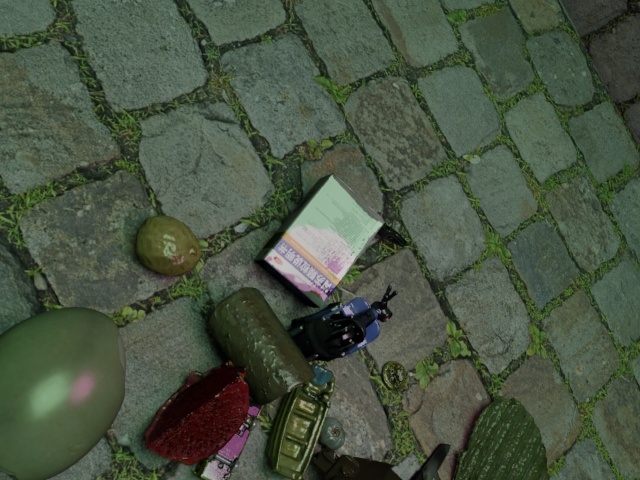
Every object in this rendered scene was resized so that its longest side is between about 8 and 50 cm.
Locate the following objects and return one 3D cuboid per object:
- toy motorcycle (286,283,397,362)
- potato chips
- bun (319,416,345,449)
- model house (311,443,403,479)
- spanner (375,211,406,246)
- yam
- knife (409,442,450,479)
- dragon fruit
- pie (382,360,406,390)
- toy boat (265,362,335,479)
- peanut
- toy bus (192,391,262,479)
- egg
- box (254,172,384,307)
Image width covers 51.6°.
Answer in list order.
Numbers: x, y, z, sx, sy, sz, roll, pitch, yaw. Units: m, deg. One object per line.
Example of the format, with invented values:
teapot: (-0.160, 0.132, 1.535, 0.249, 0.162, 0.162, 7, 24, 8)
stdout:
toy motorcycle: (0.047, 0.207, 1.610, 0.212, 0.358, 0.125, -29, 93, -26)
potato chips: (0.548, 0.684, 1.937, 0.358, 0.070, 0.429, 43, 57, -11)
bun: (0.030, 0.493, 1.692, 0.083, 0.045, 0.083, 14, 64, -31)
model house: (0.067, 0.613, 1.604, 0.243, 0.204, 0.211, 42, 11, 11)
spanner: (0.119, -0.070, 1.893, 0.324, 0.095, 0.040, 32, 59, -19)
yam: (-0.142, 0.256, 1.570, 0.161, 0.161, 0.268, -27, 72, -35)
knife: (0.297, 0.638, 1.828, 0.230, 0.028, 0.060, -37, 108, -37)
dragon fruit: (-0.256, 0.380, 1.485, 0.274, 0.161, 0.126, -37, 114, -7)
pie: (0.207, 0.378, 1.851, 0.084, 0.021, 0.084, 11, 69, -29)
toy boat: (-0.051, 0.445, 1.639, 0.111, 0.084, 0.277, 31, 64, -23)
peanut: (-0.357, 0.015, 1.566, 0.159, 0.109, 0.141, 19, 74, -23)
toy bus: (-0.211, 0.454, 1.538, 0.081, 0.074, 0.226, 34, 60, -19)
egg: (-0.518, 0.283, 1.283, 0.278, 0.278, 0.336, 48, 57, -10)
box: (0.000, 0.000, 1.746, 0.200, 0.106, 0.299, 42, 76, -14)
